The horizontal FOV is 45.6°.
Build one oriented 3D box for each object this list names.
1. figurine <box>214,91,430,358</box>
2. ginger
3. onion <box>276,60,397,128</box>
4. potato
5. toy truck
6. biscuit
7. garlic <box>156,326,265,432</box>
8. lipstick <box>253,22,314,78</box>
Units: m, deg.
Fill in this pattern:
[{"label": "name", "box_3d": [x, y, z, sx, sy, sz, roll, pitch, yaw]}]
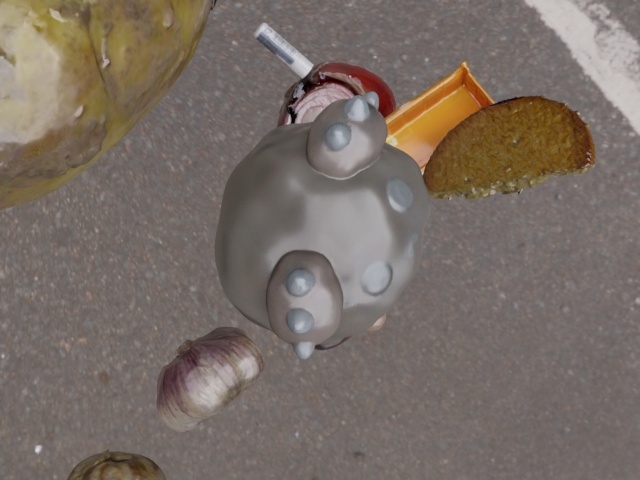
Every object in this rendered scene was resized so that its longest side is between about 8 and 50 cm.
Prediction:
[{"label": "figurine", "box_3d": [0.000, 0.000, 0.816, 0.203, 0.380, 0.249, 18, 82, 4]}, {"label": "ginger", "box_3d": [-0.150, 0.256, 0.604, 0.080, 0.104, 0.204, -12, 105, -19]}, {"label": "onion", "box_3d": [0.040, -0.301, 2.002, 0.341, 0.341, 0.342, -7, 111, -19]}, {"label": "potato", "box_3d": [-0.208, -0.130, 0.544, 0.229, 0.266, 0.229, 7, 143, 5]}, {"label": "toy truck", "box_3d": [0.124, -0.123, 1.082, 0.270, 0.114, 0.135, -35, 163, -1]}, {"label": "biscuit", "box_3d": [0.212, -0.107, 0.863, 0.025, 0.206, 0.126, 38, 57, -42]}, {"label": "garlic", "box_3d": [-0.152, 0.175, 1.013, 0.159, 0.147, 0.102, -36, 94, 9]}, {"label": "lipstick", "box_3d": [-0.079, -0.404, 1.617, 0.141, 0.040, 0.040, 38, 92, -16]}]
